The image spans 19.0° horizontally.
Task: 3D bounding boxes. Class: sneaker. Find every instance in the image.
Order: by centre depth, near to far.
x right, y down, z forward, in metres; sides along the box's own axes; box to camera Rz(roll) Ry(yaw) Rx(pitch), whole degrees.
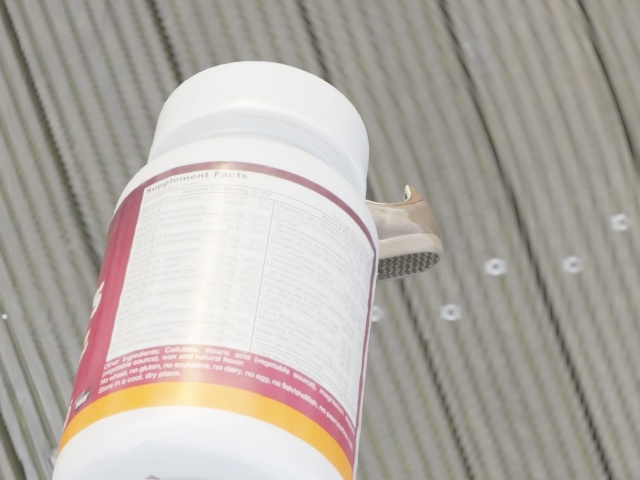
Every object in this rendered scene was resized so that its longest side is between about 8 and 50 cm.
[{"bbox_3d":[0.000,0.000,1.518,0.188,0.066,0.071,-6,61,-14],"label":"sneaker"}]

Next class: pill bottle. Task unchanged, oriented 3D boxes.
[{"bbox_3d":[-0.038,0.033,0.820,0.121,0.121,0.221,15,47,-8],"label":"pill bottle"}]
